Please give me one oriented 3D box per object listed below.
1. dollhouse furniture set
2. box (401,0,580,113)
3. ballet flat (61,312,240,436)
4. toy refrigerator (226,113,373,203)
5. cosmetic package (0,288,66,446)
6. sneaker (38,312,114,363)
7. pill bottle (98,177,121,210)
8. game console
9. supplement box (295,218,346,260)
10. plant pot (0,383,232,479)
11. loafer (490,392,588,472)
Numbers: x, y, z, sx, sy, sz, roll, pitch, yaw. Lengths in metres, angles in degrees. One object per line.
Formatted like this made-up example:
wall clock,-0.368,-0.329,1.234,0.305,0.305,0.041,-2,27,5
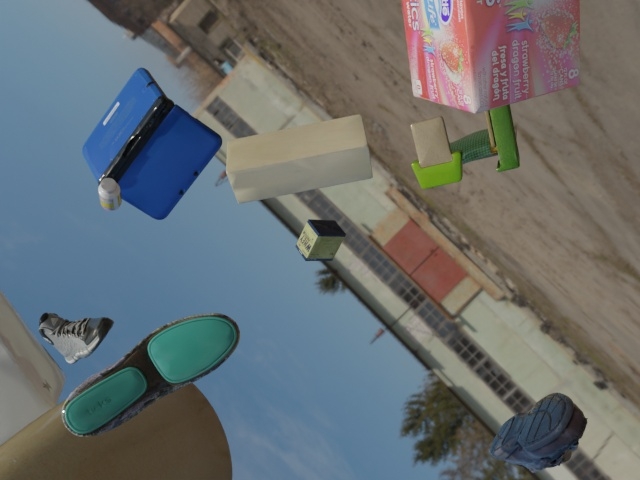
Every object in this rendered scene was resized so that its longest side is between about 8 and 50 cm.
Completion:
dollhouse furniture set,0.293,-0.226,1.258,0.301,0.198,0.151,-46,-58,-66
box,0.177,-0.309,0.673,0.154,0.142,0.299,-132,28,-63
ballet flat,-0.103,0.079,0.383,0.041,0.114,0.041,57,170,17
toy refrigerator,-0.040,-0.156,1.205,0.094,0.270,0.102,74,-174,-46
cosmetic package,-0.629,0.260,0.866,0.230,0.453,0.161,59,169,-12
sneaker,-0.571,0.204,1.401,0.132,0.229,0.086,41,-137,-18
pill bottle,-0.436,-0.097,1.278,0.043,0.043,0.083,45,153,6
game console,-0.442,-0.248,1.602,0.173,0.293,0.250,21,-154,-53
supplement box,0.000,0.000,1.461,0.083,0.083,0.056,1,-142,-37
plant pot,-0.287,0.303,0.725,0.256,0.256,0.274,46,-157,17
loafer,0.387,0.338,1.051,0.095,0.109,0.302,32,156,9
